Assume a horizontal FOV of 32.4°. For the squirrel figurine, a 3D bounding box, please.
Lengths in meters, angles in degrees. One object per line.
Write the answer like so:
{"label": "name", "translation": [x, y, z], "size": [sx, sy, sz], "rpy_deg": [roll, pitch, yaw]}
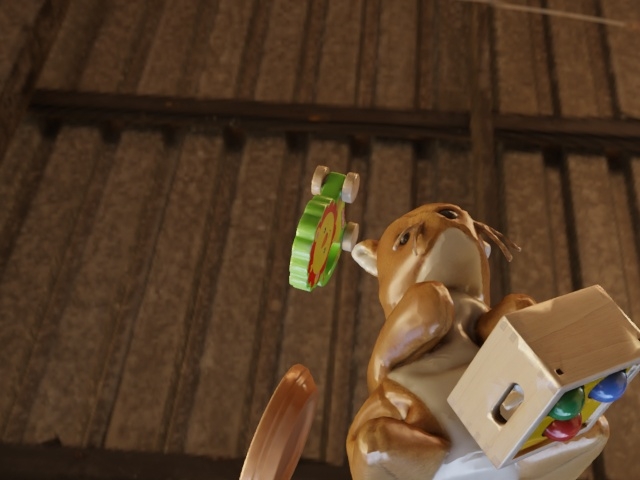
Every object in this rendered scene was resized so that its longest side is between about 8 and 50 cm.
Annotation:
{"label": "squirrel figurine", "translation": [0.142, 0.160, 1.375], "size": [0.281, 0.397, 0.370], "rpy_deg": [-6, -125, -7]}

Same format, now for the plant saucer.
{"label": "plant saucer", "translation": [-0.049, 0.252, 1.368], "size": [0.037, 0.200, 0.200], "rpy_deg": [20, -132, 12]}

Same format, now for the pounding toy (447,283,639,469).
{"label": "pounding toy", "translation": [0.231, 0.136, 1.025], "size": [0.206, 0.181, 0.094], "rpy_deg": [-13, -126, -35]}

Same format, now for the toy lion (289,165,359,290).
{"label": "toy lion", "translation": [0.000, 0.000, 0.823], "size": [0.034, 0.100, 0.096], "rpy_deg": [15, -124, 12]}
